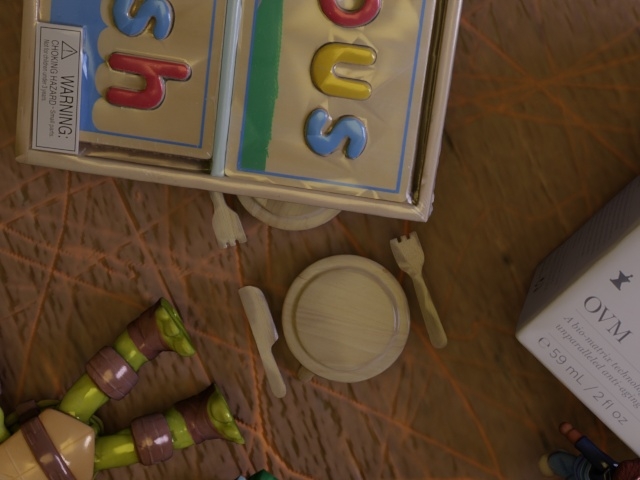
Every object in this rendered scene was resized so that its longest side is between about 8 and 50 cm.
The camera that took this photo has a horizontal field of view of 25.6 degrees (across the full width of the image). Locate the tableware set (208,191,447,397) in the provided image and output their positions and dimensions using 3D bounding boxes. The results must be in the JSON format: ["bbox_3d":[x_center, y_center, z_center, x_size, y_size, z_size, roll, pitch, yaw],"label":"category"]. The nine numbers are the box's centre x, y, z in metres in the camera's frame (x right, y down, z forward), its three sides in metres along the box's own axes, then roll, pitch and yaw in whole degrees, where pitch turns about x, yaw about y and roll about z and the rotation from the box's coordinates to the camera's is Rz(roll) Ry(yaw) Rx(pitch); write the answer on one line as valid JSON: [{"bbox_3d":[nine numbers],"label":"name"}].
[{"bbox_3d":[0.000,0.000,0.946,0.128,0.039,0.194,-17,93,6],"label":"tableware set"}]

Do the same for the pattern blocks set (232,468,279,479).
[{"bbox_3d":[-0.118,0.280,0.847,0.026,0.285,0.325,34,80,-3],"label":"pattern blocks set"}]

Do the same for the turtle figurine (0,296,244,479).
[{"bbox_3d":[-0.165,0.149,0.936,0.217,0.087,0.270,-29,85,-5],"label":"turtle figurine"}]

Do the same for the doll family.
[{"bbox_3d":[0.200,0.198,0.873,0.193,0.111,0.076,43,80,-4],"label":"doll family"}]

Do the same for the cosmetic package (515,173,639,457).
[{"bbox_3d":[0.281,0.042,0.862,0.224,0.138,0.225,43,113,-2],"label":"cosmetic package"}]

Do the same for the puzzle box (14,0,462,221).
[{"bbox_3d":[-0.036,-0.226,0.844,0.272,0.052,0.409,8,107,4],"label":"puzzle box"}]
